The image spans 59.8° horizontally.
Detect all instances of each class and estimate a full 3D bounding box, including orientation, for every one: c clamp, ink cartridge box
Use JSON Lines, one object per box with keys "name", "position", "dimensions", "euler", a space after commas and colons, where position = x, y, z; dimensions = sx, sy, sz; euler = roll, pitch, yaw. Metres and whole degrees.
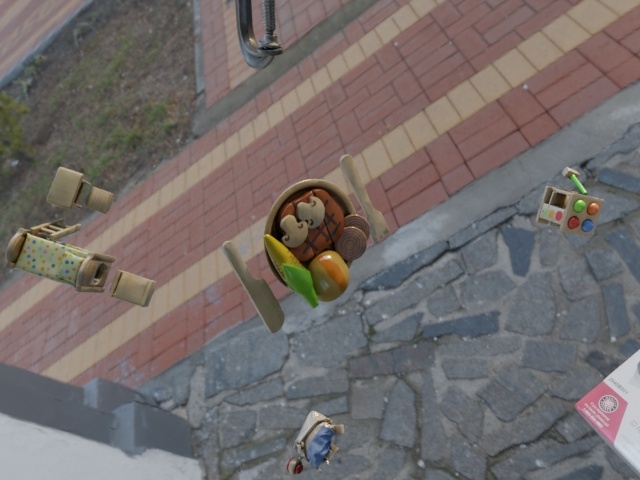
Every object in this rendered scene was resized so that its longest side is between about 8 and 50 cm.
{"name": "c clamp", "position": [-0.052, -0.215, 0.452], "dimensions": [0.022, 0.160, 0.137], "euler": [-14, 37, -23]}
{"name": "ink cartridge box", "position": [0.422, 0.177, 0.603], "dimensions": [0.218, 0.092, 0.158], "euler": [-42, 19, 5]}

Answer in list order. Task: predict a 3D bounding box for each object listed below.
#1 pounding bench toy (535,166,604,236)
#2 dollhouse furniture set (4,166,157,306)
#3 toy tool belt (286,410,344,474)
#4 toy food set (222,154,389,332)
{"name": "pounding bench toy", "position": [0.343, -0.054, 0.752], "dimensions": [0.065, 0.052, 0.083], "euler": [-134, 55, -69]}
{"name": "dollhouse furniture set", "position": [-0.322, -0.007, 0.803], "dimensions": [0.182, 0.101, 0.160], "euler": [18, 84, 0]}
{"name": "toy tool belt", "position": [-0.005, 0.263, 0.703], "dimensions": [0.051, 0.052, 0.083], "euler": [17, 74, 36]}
{"name": "toy food set", "position": [0.000, 0.000, 0.591], "dimensions": [0.192, 0.132, 0.039], "euler": [-40, 27, -25]}
